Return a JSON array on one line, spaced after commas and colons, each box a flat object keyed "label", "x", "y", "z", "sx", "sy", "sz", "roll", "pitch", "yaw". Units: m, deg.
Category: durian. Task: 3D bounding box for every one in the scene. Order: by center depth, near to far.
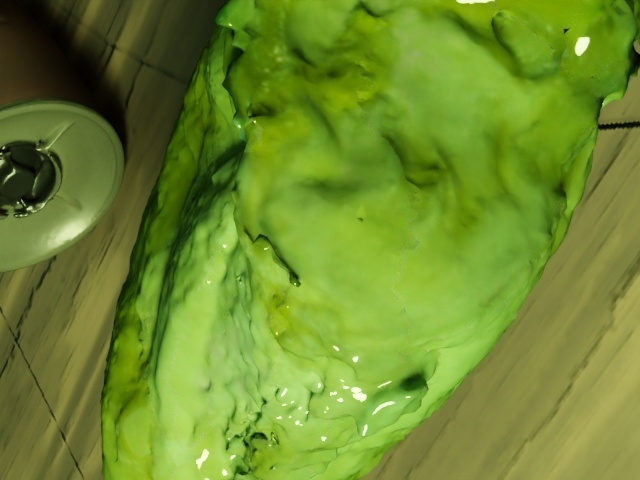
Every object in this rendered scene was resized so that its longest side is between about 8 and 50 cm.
[{"label": "durian", "x": 0.000, "y": 0.000, "z": 0.790, "sx": 0.204, "sy": 0.256, "sz": 0.340, "roll": 33, "pitch": 133, "yaw": -5}]

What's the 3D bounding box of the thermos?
[{"label": "thermos", "x": -0.248, "y": -0.128, "z": 1.106, "sx": 0.265, "sy": 0.146, "sz": 0.176, "roll": 57, "pitch": 139, "yaw": 35}]
